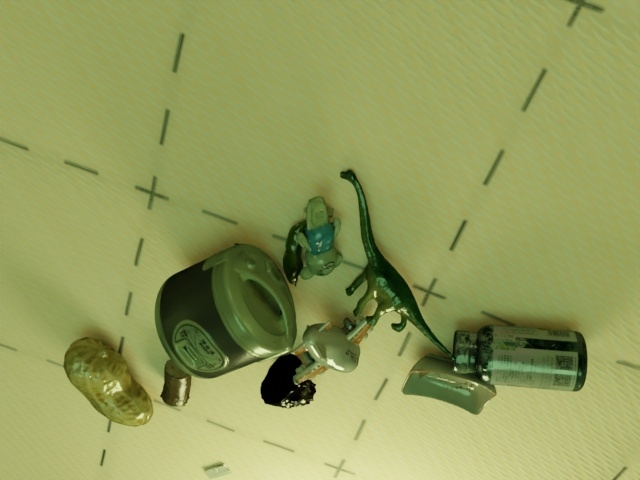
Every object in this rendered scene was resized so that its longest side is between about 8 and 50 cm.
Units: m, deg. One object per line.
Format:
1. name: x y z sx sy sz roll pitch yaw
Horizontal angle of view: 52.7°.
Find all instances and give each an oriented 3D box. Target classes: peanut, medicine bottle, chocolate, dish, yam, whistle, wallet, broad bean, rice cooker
1. peanut: -0.589 0.402 1.814 0.153 0.140 0.325 -32 114 9
2. medicine bottle: 0.460 0.273 1.519 0.293 0.141 0.141 3 122 9
3. chocolate: -0.064 0.390 1.713 0.156 0.156 0.133 -35 125 28
4. dish: 0.323 0.353 1.623 0.212 0.077 0.151 16 143 1
5. yam: -0.402 0.399 1.808 0.084 0.084 0.127 16 126 1
6. whistle: 0.000 0.000 1.452 0.114 0.077 0.235 -21 137 -16
7. wallet: -0.325 0.730 2.039 0.083 0.011 0.044 -23 114 24
8. broad bean: -0.059 0.028 1.527 0.061 0.046 0.195 15 122 -10
9. rice cooker: -0.210 0.168 1.509 0.277 0.288 0.288 -23 115 23

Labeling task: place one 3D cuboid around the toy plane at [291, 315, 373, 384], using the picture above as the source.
1. toy plane: 0.029 0.266 1.572 0.245 0.117 0.244 -23 143 -18

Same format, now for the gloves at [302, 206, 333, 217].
1. gloves: 0.000 -0.065 1.465 0.081 0.044 0.037 -6 83 -6

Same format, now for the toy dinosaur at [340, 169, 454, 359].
1. toy dinosaur: 0.177 0.065 1.470 0.447 0.087 0.301 33 120 4
